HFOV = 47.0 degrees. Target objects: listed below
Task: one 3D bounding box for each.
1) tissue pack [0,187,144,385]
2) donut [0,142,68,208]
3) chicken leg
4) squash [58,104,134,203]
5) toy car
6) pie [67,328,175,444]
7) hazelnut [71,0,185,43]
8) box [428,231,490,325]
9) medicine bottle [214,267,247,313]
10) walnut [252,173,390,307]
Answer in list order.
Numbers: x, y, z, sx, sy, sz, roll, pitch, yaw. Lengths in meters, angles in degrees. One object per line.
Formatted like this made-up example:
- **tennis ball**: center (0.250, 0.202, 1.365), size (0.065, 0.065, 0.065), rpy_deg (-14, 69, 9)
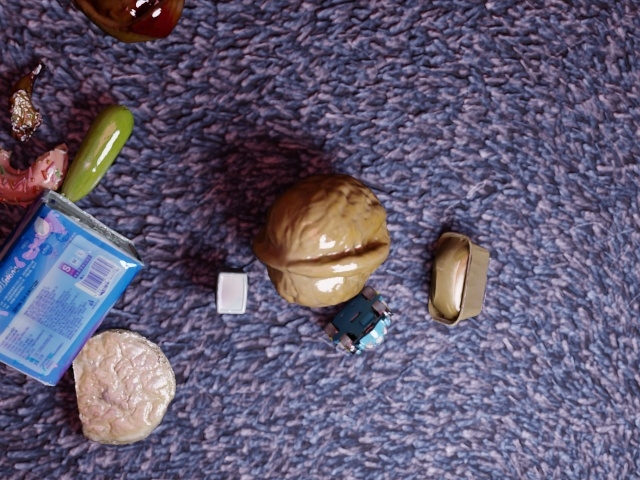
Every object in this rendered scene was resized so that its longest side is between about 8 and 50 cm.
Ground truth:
- **tissue pack**: center (-0.460, 0.076, 1.247), size (0.198, 0.146, 0.263), rpy_deg (36, 91, -27)
- **donut**: center (-0.522, -0.112, 1.274), size (0.166, 0.065, 0.117), rpy_deg (-4, 94, -8)
- **chicken leg**: center (-0.511, -0.243, 1.281), size (0.062, 0.037, 0.145), rpy_deg (2, 95, -33)
- **squash**: center (-0.396, -0.152, 1.295), size (0.066, 0.066, 0.201), rpy_deg (34, 91, -11)
- **toy car**: center (0.092, 0.166, 1.363), size (0.126, 0.161, 0.098), rpy_deg (-46, 111, -5)
- **pie**: center (-0.358, 0.265, 1.339), size (0.185, 0.052, 0.218), rpy_deg (-7, 93, -7)
- **hazelnut**: center (-0.325, -0.421, 1.233), size (0.202, 0.160, 0.170), rpy_deg (29, 63, -7)
- **box**: center (0.259, 0.074, 1.411), size (0.111, 0.111, 0.177), rpy_deg (6, 93, -11)
- **medicine bottle**: center (-0.163, 0.087, 1.327), size (0.055, 0.118, 0.074), rpy_deg (1, 95, -10)
- **walnut**: center (0.000, 0.000, 1.279), size (0.257, 0.257, 0.224), rpy_deg (-3, 112, -10)
